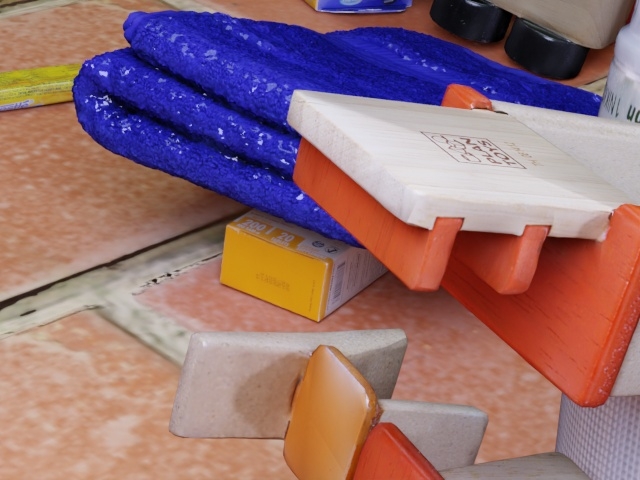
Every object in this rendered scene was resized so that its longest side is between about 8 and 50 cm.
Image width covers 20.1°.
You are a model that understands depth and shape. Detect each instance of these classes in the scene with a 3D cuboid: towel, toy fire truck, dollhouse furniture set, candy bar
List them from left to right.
[{"bbox_3d":[-0.186,-0.091,1.099,0.161,0.018,0.040,-13,29,-33],"label":"candy bar"},{"bbox_3d":[0.041,-0.067,0.968,0.228,0.076,0.308,20,16,26],"label":"towel"},{"bbox_3d":[0.032,0.090,0.533,0.135,0.259,0.262,2,24,-31],"label":"dollhouse furniture set"},{"bbox_3d":[0.162,-0.249,1.320,0.217,0.158,0.246,28,28,18],"label":"toy fire truck"}]

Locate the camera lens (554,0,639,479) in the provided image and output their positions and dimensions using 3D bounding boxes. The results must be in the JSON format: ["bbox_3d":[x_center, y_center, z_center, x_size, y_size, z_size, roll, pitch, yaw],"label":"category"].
[{"bbox_3d":[0.196,0.042,0.623,0.219,0.274,0.219,5,16,-1],"label":"camera lens"}]

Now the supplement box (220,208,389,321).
[{"bbox_3d":[0.000,0.000,0.944,0.062,0.036,0.098,20,29,23],"label":"supplement box"}]

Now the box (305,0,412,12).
[{"bbox_3d":[0.012,-0.204,1.359,0.081,0.028,0.136,-7,28,-25],"label":"box"}]
